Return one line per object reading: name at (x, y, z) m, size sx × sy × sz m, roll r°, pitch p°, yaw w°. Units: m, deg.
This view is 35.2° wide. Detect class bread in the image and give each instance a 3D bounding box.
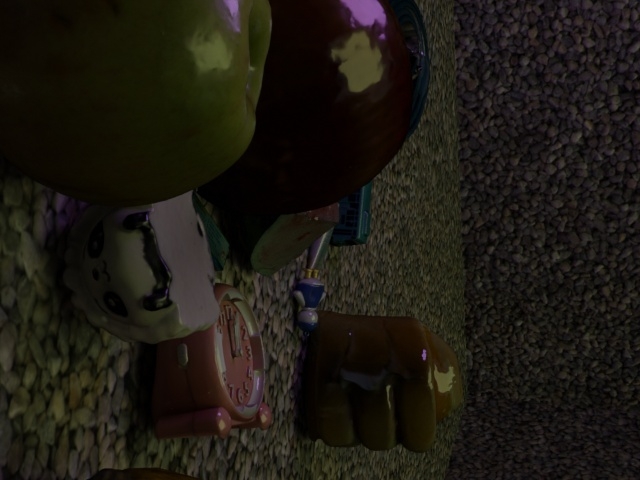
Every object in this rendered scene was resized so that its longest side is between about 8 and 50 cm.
bread at (0.134, 0.307, 2.158) m, size 0.210 × 0.342 × 0.300 m, roll 43°, pitch 54°, yaw -80°

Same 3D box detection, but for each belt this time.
belt at (0.125, -0.390, 2.276) m, size 0.436 × 0.173 × 0.300 m, roll -67°, pitch 145°, yaw -54°

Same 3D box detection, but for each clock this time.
clock at (-0.176, 0.174, 1.516) m, size 0.227 × 0.142 × 0.241 m, roll 18°, pitch 66°, yaw -72°

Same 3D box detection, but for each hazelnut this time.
hazelnut at (-0.057, -0.232, 1.463) m, size 0.421 × 0.353 × 0.420 m, roll -40°, pitch 142°, yaw -41°

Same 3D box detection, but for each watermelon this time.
watermelon at (-0.058, -0.085, 1.748) m, size 0.256 × 0.176 × 0.260 m, roll 144°, pitch -63°, yaw -72°

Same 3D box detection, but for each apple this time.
apple at (-0.201, -0.207, 1.064) m, size 0.338 × 0.305 × 0.338 m, roll 1°, pitch 90°, yaw -72°

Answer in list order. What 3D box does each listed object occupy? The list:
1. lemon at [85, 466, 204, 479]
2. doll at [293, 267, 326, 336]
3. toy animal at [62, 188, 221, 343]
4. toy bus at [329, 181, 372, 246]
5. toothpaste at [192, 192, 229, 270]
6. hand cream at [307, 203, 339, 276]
lemon at (-0.193, 0.431, 1.153) m, size 0.350 × 0.350 × 0.387 m, roll -46°, pitch 121°, yaw -64°
doll at (-0.024, 0.129, 2.089) m, size 0.099 × 0.058 × 0.142 m, roll 3°, pitch 91°, yaw -51°
toy animal at (-0.228, 0.028, 1.273) m, size 0.204 × 0.156 × 0.208 m, roll -20°, pitch 95°, yaw -67°
toy bus at (0.069, -0.066, 2.284) m, size 0.079 × 0.092 × 0.160 m, roll 28°, pitch 66°, yaw -69°
toothpaste at (-0.206, -0.036, 1.471) m, size 0.266 × 0.065 × 0.050 m, roll 63°, pitch 35°, yaw -57°
hand cream at (0.000, 0.000, 2.174) m, size 0.076 × 0.047 × 0.174 m, roll 9°, pitch 94°, yaw -73°
